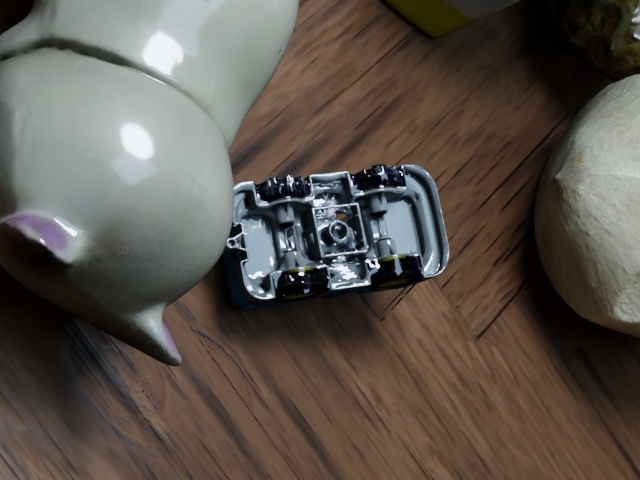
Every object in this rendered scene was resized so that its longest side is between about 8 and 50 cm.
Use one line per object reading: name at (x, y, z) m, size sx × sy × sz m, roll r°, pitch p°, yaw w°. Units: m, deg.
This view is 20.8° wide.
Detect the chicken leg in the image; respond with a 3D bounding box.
chicken leg at (0.302, -0.274, 1.750) m, size 0.211 × 0.140 × 0.361 m, roll 31°, pitch 34°, yaw -14°

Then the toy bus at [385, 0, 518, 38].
toy bus at (0.206, -0.359, 1.474) m, size 0.209 × 0.440 × 0.249 m, roll 41°, pitch 55°, yaw -24°

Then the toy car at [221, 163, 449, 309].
toy car at (0.000, 0.000, 1.413) m, size 0.191 × 0.100 × 0.097 m, roll -7°, pitch 80°, yaw -22°

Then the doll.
doll at (-0.137, -0.117, 1.258) m, size 0.370 × 0.226 × 0.215 m, roll -66°, pitch 149°, yaw -23°

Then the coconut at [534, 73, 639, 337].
coconut at (0.311, -0.028, 1.593) m, size 0.266 × 0.237 × 0.237 m, roll 24°, pitch 61°, yaw -40°
